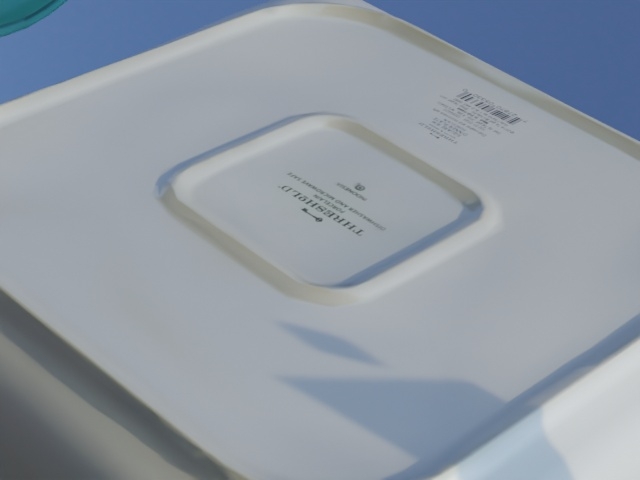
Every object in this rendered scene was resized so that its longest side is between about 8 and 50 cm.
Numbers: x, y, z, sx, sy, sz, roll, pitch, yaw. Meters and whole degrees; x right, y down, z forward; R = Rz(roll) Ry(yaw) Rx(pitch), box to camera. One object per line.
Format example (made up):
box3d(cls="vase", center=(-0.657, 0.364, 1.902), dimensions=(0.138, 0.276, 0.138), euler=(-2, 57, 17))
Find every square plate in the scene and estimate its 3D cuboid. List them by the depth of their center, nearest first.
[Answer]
box3d(cls="square plate", center=(0.000, 0.000, 0.601), dimensions=(0.347, 0.344, 0.049), euler=(33, -46, 33))

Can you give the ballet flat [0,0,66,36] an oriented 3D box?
box3d(cls="ballet flat", center=(-0.143, -0.086, 0.249), dimensions=(0.087, 0.247, 0.083), euler=(37, -68, 32))
